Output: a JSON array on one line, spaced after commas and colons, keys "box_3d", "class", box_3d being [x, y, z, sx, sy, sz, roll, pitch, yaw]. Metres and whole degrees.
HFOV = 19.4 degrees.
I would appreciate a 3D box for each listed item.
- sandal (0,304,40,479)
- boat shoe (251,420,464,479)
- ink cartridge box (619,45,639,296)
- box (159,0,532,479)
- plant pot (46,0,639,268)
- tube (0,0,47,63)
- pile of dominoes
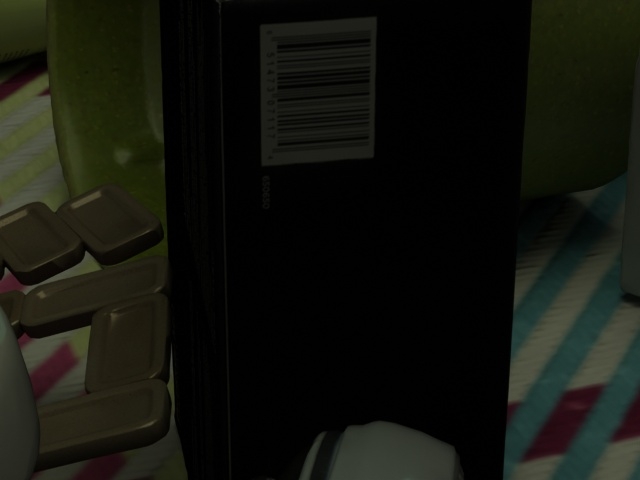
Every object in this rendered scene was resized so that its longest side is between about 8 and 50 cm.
[{"box_3d": [-0.241, -0.021, 0.425, 0.416, 0.102, 0.169, 13, 30, 22], "class": "sandal"}, {"box_3d": [-0.050, 0.142, 0.377, 0.119, 0.121, 0.335, 11, 32, 12], "class": "boat shoe"}, {"box_3d": [0.280, -0.038, 0.842, 0.233, 0.168, 0.171, 24, 35, 37], "class": "ink cartridge box"}, {"box_3d": [0.000, 0.000, 0.670, 0.103, 0.261, 0.184, -6, 29, -11], "class": "box"}, {"box_3d": [0.029, -0.113, 0.923, 0.254, 0.276, 0.276, -1, 26, -28], "class": "plant pot"}, {"box_3d": [-0.196, -0.136, 1.141, 0.240, 0.062, 0.070, -14, 59, -32], "class": "tube"}, {"box_3d": [-0.170, 0.060, 0.719, 0.251, 0.040, 0.196, -14, 28, 6], "class": "pile of dominoes"}]
